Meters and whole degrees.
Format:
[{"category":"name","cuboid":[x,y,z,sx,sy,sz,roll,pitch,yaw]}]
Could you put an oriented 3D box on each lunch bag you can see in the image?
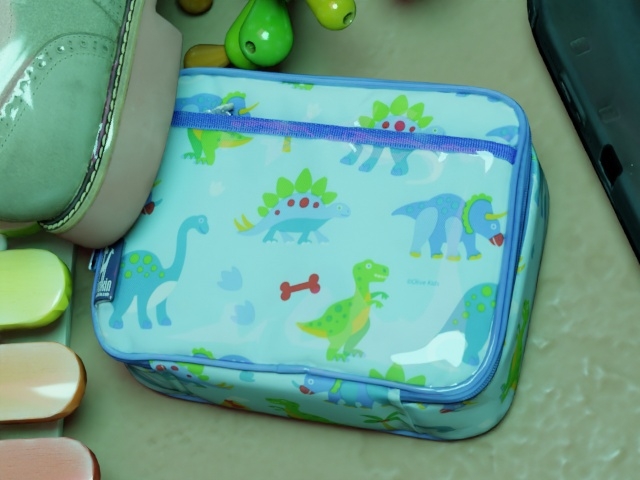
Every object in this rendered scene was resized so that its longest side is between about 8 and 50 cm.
[{"category":"lunch bag","cuboid":[0.000,0.000,0.946,0.219,0.090,0.176,8,70,17]}]

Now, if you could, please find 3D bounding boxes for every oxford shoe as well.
[{"category":"oxford shoe","cuboid":[-0.138,-0.176,0.931,0.123,0.130,0.348,-27,56,52]}]

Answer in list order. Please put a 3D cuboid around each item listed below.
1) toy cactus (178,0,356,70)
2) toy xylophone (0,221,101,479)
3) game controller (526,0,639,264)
[{"category":"toy cactus","cuboid":[-0.029,-0.178,0.997,0.219,0.112,0.180,-11,59,42]},{"category":"toy xylophone","cuboid":[-0.228,0.046,0.994,0.236,0.081,0.322,-11,67,12]},{"category":"game controller","cuboid":[0.227,-0.039,0.921,0.166,0.067,0.319,-18,66,-7]}]
